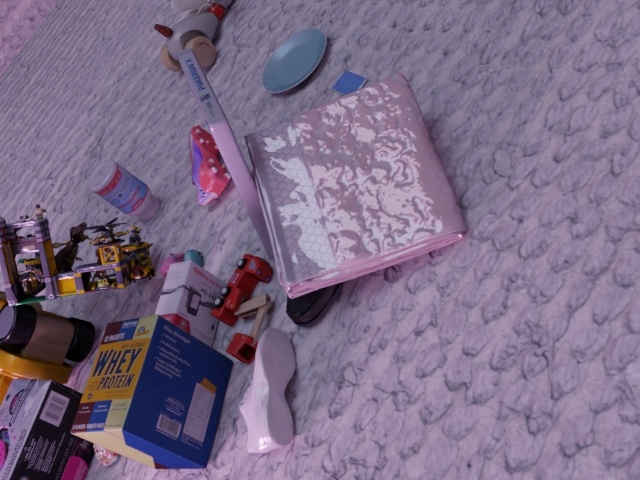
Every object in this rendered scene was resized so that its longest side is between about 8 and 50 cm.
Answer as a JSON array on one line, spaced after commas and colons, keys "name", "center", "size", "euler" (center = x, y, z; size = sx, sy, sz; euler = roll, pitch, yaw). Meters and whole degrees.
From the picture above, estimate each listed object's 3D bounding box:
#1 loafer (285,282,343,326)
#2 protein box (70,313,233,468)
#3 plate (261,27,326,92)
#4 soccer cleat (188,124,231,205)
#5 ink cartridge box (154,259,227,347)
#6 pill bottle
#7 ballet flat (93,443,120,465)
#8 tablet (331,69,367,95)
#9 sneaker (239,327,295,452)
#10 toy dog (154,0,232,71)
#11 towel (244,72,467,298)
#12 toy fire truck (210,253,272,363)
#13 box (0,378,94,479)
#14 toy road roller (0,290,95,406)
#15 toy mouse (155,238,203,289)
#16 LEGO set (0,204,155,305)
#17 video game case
[{"name": "loafer", "center": [0.000, 0.000, 1.360], "size": [0.109, 0.095, 0.302], "euler": [7, 65, 43]}, {"name": "protein box", "center": [-0.284, 0.266, 1.333], "size": [0.136, 0.200, 0.201], "euler": [-13, 52, 35]}, {"name": "plate", "center": [-0.057, -0.411, 1.783], "size": [0.188, 0.024, 0.188], "euler": [-23, 47, 28]}, {"name": "soccer cleat", "center": [-0.269, -0.178, 1.759], "size": [0.095, 0.083, 0.248], "euler": [-49, 39, 19]}, {"name": "ink cartridge box", "center": [-0.250, 0.128, 1.477], "size": [0.063, 0.109, 0.150], "euler": [-13, 52, 37]}, {"name": "pill bottle", "center": [-0.457, -0.114, 1.812], "size": [0.087, 0.160, 0.087], "euler": [-24, 47, 28]}, {"name": "ballet flat", "center": [-0.410, 0.314, 1.507], "size": [0.091, 0.077, 0.241], "euler": [-16, 51, 32]}, {"name": "tablet", "center": [0.061, -0.330, 1.628], "size": [0.054, 0.006, 0.083], "euler": [-51, 39, -1]}, {"name": "sneaker", "center": [-0.098, 0.248, 1.282], "size": [0.094, 0.080, 0.212], "euler": [-32, 43, 37]}, {"name": "toy dog", "center": [-0.349, -0.612, 2.096], "size": [0.220, 0.161, 0.333], "euler": [-19, 49, 31]}, {"name": "towel", "center": [0.047, -0.100, 1.310], "size": [0.317, 0.053, 0.331], "euler": [-20, 64, 8]}, {"name": "toy fire truck", "center": [-0.134, 0.121, 1.427], "size": [0.135, 0.047, 0.192], "euler": [14, 69, 46]}, {"name": "box", "center": [-0.551, 0.410, 1.493], "size": [0.142, 0.163, 0.247], "euler": [-7, 55, 37]}, {"name": "toy road roller", "center": [-0.680, 0.253, 1.712], "size": [0.330, 0.202, 0.240], "euler": [11, 79, 45]}, {"name": "toy mouse", "center": [-0.299, 0.052, 1.642], "size": [0.161, 0.031, 0.143], "euler": [5, 64, 44]}, {"name": "LEGO set", "center": [-0.523, 0.006, 1.629], "size": [0.331, 0.192, 0.255], "euler": [-7, 10, 10]}, {"name": "video game case", "center": [-0.173, -0.166, 1.475], "size": [0.036, 0.329, 0.300], "euler": [-24, 42, -4]}]
